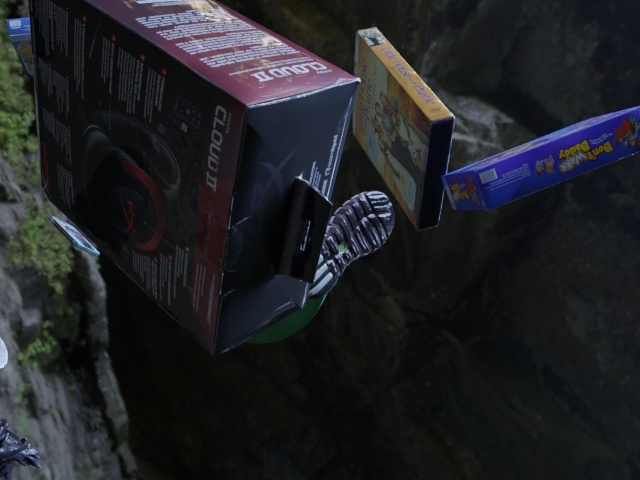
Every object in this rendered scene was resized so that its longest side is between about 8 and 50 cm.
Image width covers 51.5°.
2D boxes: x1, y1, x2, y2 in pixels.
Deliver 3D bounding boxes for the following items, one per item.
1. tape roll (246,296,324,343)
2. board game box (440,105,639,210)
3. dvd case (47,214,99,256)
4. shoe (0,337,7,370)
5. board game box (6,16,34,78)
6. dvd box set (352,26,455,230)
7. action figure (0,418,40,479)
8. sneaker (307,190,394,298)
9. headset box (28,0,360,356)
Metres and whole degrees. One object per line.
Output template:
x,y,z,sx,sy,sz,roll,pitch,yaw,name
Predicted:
-0.137,0.058,1.424,0.321,0.321,0.077,64,13,-6,tape roll
0.437,-0.157,1.308,0.233,0.347,0.078,-142,-149,-84,board game box
-0.583,-0.011,1.569,0.119,0.013,0.087,38,-4,23,dvd case
-0.692,0.204,1.316,0.178,0.063,0.081,48,-64,12,shoe
-0.438,-0.352,1.191,0.136,0.201,0.035,118,-41,-70,board game box
0.179,-0.271,1.573,0.307,0.062,0.420,90,-19,-44,dvd box set
-0.546,0.339,1.032,0.164,0.141,0.276,39,-31,-30,action figure
0.000,0.000,1.184,0.163,0.281,0.106,-4,-64,46,sneaker
-0.108,-0.069,0.533,0.293,0.110,0.218,36,-49,29,headset box
